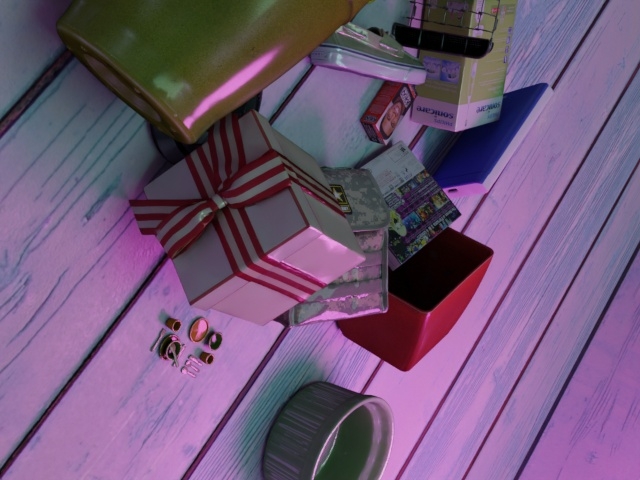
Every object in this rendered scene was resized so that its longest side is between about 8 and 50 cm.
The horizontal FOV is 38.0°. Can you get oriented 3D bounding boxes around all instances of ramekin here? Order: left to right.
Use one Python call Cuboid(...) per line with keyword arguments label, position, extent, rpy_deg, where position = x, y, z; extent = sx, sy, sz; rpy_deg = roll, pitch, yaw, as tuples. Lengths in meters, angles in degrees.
Cuboid(label="ramekin", position=(0.014, 0.453, 2.002), extent=(0.303, 0.148, 0.303), rpy_deg=(-28, 127, -44))

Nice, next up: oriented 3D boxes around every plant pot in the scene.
Cuboid(label="plant pot", position=(-0.156, -0.334, 1.263), extent=(0.353, 0.366, 0.366), rpy_deg=(-51, 142, -7))
Cuboid(label="plant pot", position=(0.173, 0.114, 1.988), extent=(0.267, 0.267, 0.236), rpy_deg=(-36, 144, -40))

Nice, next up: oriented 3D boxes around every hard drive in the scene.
Cuboid(label="hard drive", position=(0.383, -0.225, 2.143), extent=(0.040, 0.210, 0.319), rpy_deg=(46, 65, -21))

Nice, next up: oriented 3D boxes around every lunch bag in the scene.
Cuboid(label="lunch bag", position=(0.000, 0.000, 1.731), extent=(0.235, 0.169, 0.287), rpy_deg=(-5, 98, -36))

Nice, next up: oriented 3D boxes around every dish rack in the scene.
Cuboid(label="dish rack", position=(0.270, -0.509, 1.857), extent=(0.074, 0.208, 0.272), rpy_deg=(-16, 119, -63))

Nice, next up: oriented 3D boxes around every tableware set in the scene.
Cuboid(label="tableware set", position=(-0.229, 0.182, 1.648), extent=(0.104, 0.024, 0.154), rpy_deg=(-61, 144, -14))

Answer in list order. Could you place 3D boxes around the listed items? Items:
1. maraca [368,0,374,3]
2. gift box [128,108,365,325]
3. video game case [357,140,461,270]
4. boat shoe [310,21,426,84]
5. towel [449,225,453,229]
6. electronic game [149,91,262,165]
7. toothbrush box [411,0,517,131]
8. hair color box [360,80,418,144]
Cuboid(label="maraca", position=(0.081, -0.506, 1.688), extent=(0.127, 0.099, 0.186), rpy_deg=(63, 34, -35))
Cuboid(label="gift box", position=(-0.123, -0.039, 1.466), extent=(0.255, 0.276, 0.258), rpy_deg=(-38, 154, 12))
Cuboid(label="video game case", position=(0.159, -0.077, 1.926), extent=(0.232, 0.210, 0.042), rpy_deg=(-37, 176, -40))
Cuboid(label="boat shoe", position=(0.106, -0.358, 1.774), extent=(0.302, 0.109, 0.094), rpy_deg=(1, 103, -49))
Cuboid(label="towel", position=(0.267, 0.120, 2.293), extent=(0.285, 0.034, 0.209), rpy_deg=(-51, 140, -26))
Cuboid(label="electronic game", position=(-0.180, -0.221, 1.500), extent=(0.229, 0.048, 0.229), rpy_deg=(-30, 134, -37))
Cuboid(label="toothbrush box", position=(0.316, -0.398, 2.035), extent=(0.206, 0.122, 0.283), rpy_deg=(-21, 121, -49))
Cuboid(label="hair color box", position=(0.143, -0.275, 1.925), extent=(0.141, 0.043, 0.072), rpy_deg=(-58, 144, -17))
